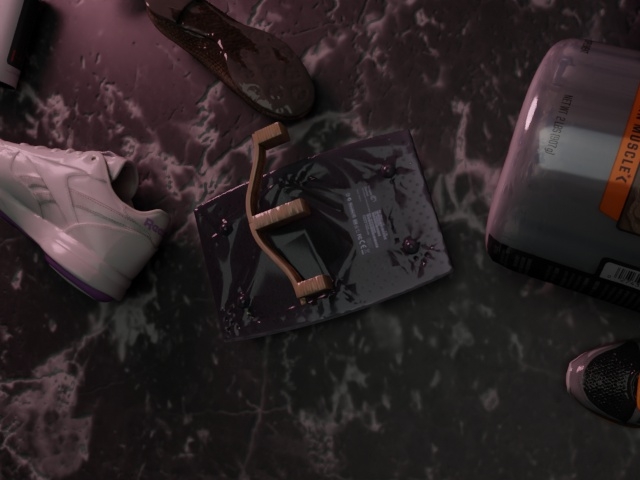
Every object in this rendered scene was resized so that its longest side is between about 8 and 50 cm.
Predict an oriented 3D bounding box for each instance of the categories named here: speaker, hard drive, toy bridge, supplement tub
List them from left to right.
[{"bbox_3d":[-0.412,-0.270,0.863,0.055,0.055,0.136,13,86,18],"label":"speaker"},{"bbox_3d":[-0.041,-0.024,0.674,0.063,0.026,0.188,-19,77,16],"label":"toy bridge"},{"bbox_3d":[0.000,0.000,0.702,0.254,0.054,0.172,-19,77,14],"label":"hard drive"},{"bbox_3d":[0.324,-0.027,0.529,0.337,0.207,0.207,19,88,18],"label":"supplement tub"}]

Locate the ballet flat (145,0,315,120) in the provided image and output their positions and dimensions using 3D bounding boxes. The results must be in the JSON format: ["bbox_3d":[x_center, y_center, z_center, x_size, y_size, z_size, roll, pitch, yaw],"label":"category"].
[{"bbox_3d":[-0.107,-0.218,0.771,0.249,0.058,0.084,37,72,12],"label":"ballet flat"}]

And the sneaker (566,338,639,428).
[{"bbox_3d":[0.328,0.134,0.570,0.214,0.083,0.084,5,85,19],"label":"sneaker"}]

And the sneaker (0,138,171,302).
[{"bbox_3d":[-0.308,-0.062,0.790,0.305,0.114,0.152,38,80,14],"label":"sneaker"}]
